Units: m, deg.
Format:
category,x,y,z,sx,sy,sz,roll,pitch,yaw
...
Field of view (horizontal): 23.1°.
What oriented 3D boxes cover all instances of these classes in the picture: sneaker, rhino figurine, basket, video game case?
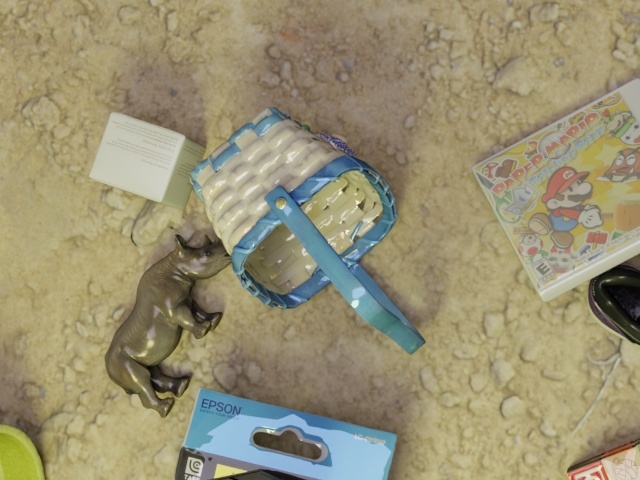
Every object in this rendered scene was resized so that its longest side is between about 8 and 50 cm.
category,x,y,z,sx,sy,sz,roll,pitch,yaw
sneaker,0.430,0.116,1.768,0.283,0.124,0.107,25,90,10
rhino figurine,-0.178,0.084,1.899,0.106,0.073,0.243,26,89,7
basket,0.000,0.000,1.785,0.201,0.255,0.289,-37,70,3
video game case,0.313,-0.062,1.804,0.227,0.026,0.206,-29,53,7

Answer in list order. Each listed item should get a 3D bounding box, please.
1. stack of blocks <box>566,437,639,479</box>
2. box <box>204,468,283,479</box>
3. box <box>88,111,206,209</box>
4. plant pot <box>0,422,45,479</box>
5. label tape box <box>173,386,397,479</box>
category,x,y,z,sx,sy,sz,roll,pitch,yaw
stack of blocks,0.415,0.366,1.771,0.171,0.087,0.297,-24,82,7
box,-0.089,0.335,1.644,0.087,0.290,0.169,24,90,10
box,-0.209,-0.096,1.902,0.102,0.101,0.087,18,89,12
plant pot,-0.507,0.329,1.859,0.254,0.276,0.276,9,87,22
label tape box,-0.059,0.369,1.840,0.249,0.115,0.347,12,85,10
